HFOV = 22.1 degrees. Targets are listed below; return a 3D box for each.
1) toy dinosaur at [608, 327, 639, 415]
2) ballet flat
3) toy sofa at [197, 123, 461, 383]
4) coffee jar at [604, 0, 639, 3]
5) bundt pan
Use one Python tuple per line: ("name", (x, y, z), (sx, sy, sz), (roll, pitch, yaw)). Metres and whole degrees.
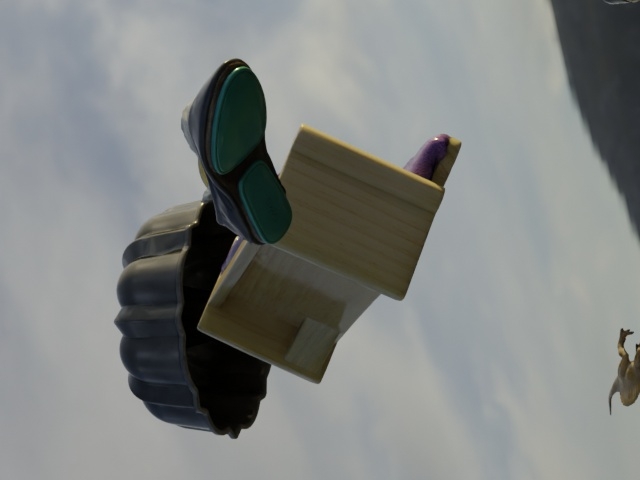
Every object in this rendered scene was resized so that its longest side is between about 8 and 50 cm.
("toy dinosaur", (0.373, 0.157, 1.970), (0.183, 0.053, 0.093), (141, 144, -69))
("ballet flat", (-0.075, -0.071, 1.284), (0.203, 0.074, 0.074), (74, -167, -51))
("toy sofa", (0.000, 0.000, 1.618), (0.362, 0.150, 0.177), (127, 166, -68))
("coffee jar", (0.305, -0.265, 1.418), (0.096, 0.184, 0.079), (50, -121, -22))
("bundt pan", (-0.176, 0.104, 2.203), (0.331, 0.124, 0.331), (-4, -90, -72))
